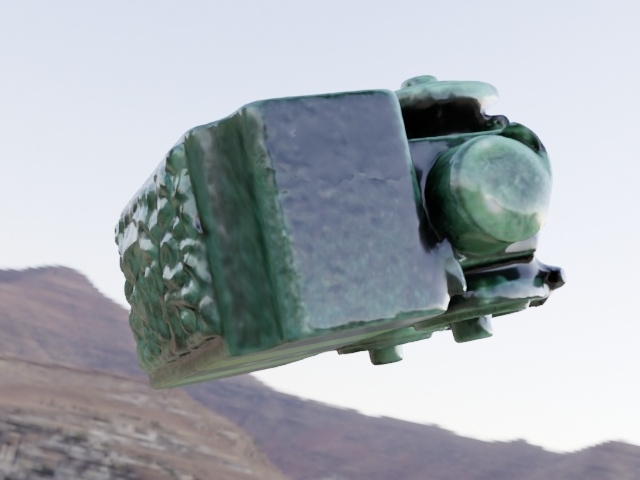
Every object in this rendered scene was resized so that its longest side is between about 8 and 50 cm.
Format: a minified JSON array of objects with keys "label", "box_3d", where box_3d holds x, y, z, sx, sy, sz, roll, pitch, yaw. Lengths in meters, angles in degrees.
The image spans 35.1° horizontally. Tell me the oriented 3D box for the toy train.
[{"label":"toy train","box_3d":[0.000,0.000,0.633,0.238,0.167,0.299,-8,-11,-25]}]
